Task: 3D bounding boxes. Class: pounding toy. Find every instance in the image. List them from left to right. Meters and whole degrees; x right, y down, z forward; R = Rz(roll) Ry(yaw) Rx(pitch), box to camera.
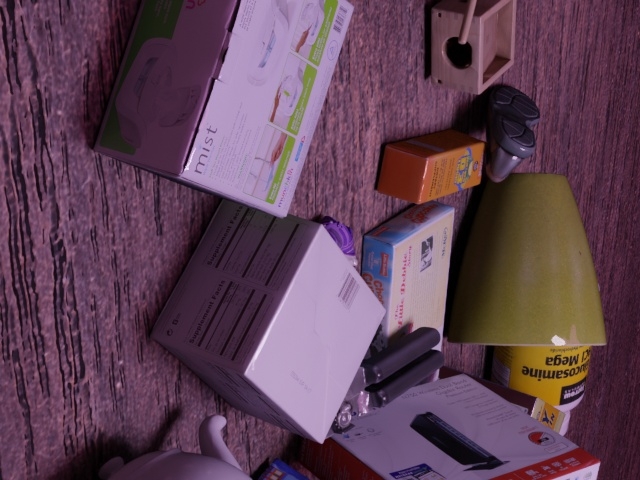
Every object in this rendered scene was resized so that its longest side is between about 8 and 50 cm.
[{"bbox_3d":[0.211,-0.330,1.869,0.181,0.094,0.206,-42,139,-45],"label":"pounding toy"}]

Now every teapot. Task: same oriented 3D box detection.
[{"bbox_3d":[-0.191,0.328,1.434,0.252,0.187,0.256,-43,167,1],"label":"teapot"}]

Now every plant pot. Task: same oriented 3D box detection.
[{"bbox_3d":[0.359,0.033,2.202,0.275,0.275,0.293,4,86,-61],"label":"plant pot"}]

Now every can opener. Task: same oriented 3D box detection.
[{"bbox_3d":[0.067,0.206,1.877,0.283,0.095,0.076,-26,110,-43],"label":"can opener"}]

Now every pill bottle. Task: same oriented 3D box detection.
[{"bbox_3d":[0.432,0.219,2.467,0.188,0.188,0.333,-33,133,-50],"label":"pill bottle"}]

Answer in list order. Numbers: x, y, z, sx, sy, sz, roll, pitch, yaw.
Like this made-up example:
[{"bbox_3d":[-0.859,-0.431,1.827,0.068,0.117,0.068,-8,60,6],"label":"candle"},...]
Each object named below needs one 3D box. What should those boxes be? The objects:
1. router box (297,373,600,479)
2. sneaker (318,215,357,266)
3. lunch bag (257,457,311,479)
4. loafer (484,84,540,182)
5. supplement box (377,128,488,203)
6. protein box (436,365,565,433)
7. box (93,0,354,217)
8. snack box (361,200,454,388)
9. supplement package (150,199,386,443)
[{"bbox_3d":[0.188,0.329,1.873,0.336,0.301,0.082,-10,117,-37],"label":"router box"},{"bbox_3d":[0.000,0.000,1.729,0.170,0.068,0.071,6,85,-70],"label":"sneaker"},{"bbox_3d":[-0.083,0.500,1.802,0.221,0.138,0.293,-45,154,-43],"label":"lunch bag"},{"bbox_3d":[0.305,-0.181,2.098,0.084,0.096,0.267,-59,-176,27],"label":"loafer"},{"bbox_3d":[0.176,-0.116,1.944,0.233,0.080,0.078,-22,125,-59],"label":"supplement box"},{"bbox_3d":[0.309,0.331,2.294,0.200,0.201,0.135,33,77,-61],"label":"protein box"},{"bbox_3d":[-0.096,-0.179,1.370,0.231,0.127,0.261,18,89,-61],"label":"box"},{"bbox_3d":[0.131,0.113,2.005,0.187,0.060,0.321,-30,130,-50],"label":"snack box"},{"bbox_3d":[-0.056,0.102,1.576,0.204,0.145,0.262,-63,151,-16],"label":"supplement package"}]
